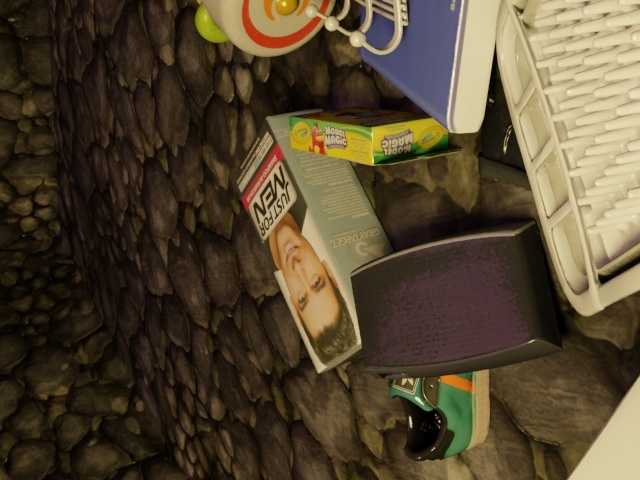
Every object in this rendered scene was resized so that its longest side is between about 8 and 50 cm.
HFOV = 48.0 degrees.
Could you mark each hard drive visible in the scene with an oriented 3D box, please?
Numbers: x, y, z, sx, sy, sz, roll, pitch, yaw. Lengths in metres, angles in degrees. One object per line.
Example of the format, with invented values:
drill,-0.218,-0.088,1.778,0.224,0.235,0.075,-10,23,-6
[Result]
hard drive,0.111,-0.273,0.812,0.318,0.040,0.210,-117,27,-59
hard drive,0.151,0.078,0.880,0.255,0.054,0.172,-17,76,35

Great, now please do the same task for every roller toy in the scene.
roller toy,-0.076,-0.372,1.028,0.146,0.191,0.209,52,148,32

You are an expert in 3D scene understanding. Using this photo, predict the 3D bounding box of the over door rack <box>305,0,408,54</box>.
over door rack,0.027,-0.397,0.812,0.239,0.108,0.324,-119,29,-60

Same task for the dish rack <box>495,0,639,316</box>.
dish rack,0.209,-0.106,0.508,0.333,0.072,0.285,65,-167,-76

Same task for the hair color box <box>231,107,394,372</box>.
hair color box,0.000,0.000,1.146,0.374,0.114,0.185,65,147,15

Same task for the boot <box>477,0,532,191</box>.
boot,0.238,-0.153,0.711,0.246,0.094,0.207,27,129,59

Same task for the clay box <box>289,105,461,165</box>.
clay box,0.069,-0.142,0.957,0.222,0.127,0.053,19,118,53

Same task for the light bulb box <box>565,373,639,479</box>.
light bulb box,0.286,0.258,0.426,0.361,0.358,0.225,-53,41,-3

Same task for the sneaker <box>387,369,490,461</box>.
sneaker,0.152,0.157,0.961,0.108,0.121,0.302,10,111,56
